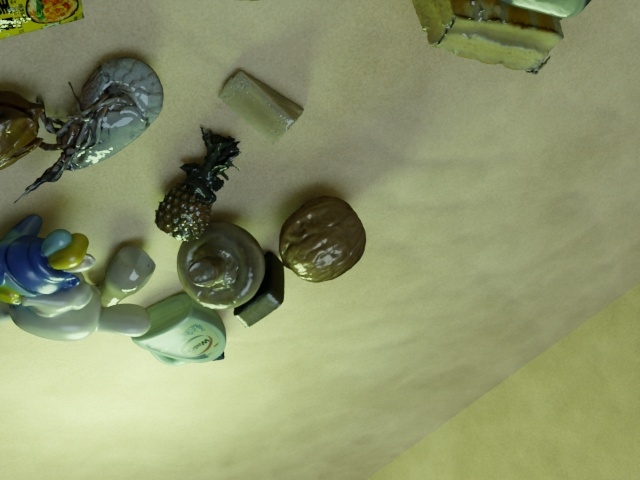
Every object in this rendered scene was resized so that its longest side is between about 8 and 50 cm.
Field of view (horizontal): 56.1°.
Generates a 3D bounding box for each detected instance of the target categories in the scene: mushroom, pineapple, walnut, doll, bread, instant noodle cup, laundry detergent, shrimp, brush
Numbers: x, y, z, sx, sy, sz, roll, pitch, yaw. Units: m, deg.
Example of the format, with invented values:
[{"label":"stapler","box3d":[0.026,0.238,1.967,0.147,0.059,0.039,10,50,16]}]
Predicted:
[{"label":"mushroom","box3d":[-0.233,0.062,1.348,0.207,0.207,0.215,-30,-177,10]},{"label":"pineapple","box3d":[-0.248,-0.114,1.254,0.125,0.125,0.251,17,117,-37]},{"label":"walnut","box3d":[-0.574,-0.174,1.002,0.245,0.137,0.137,-27,140,5]},{"label":"mushroom","box3d":[-0.460,0.092,1.389,0.212,0.088,0.097,-37,142,28]},{"label":"doll","box3d":[-0.580,0.087,1.256,0.376,0.187,0.365,-12,141,-9]},{"label":"bread","box3d":[-0.115,-0.271,1.190,0.152,0.105,0.077,43,113,-14]},{"label":"instant noodle cup","box3d":[-0.416,-0.371,0.833,0.144,0.182,0.182,-15,141,-22]},{"label":"walnut","box3d":[0.000,0.000,1.412,0.213,0.213,0.213,-13,140,-11]},{"label":"bread","box3d":[0.273,-0.416,1.026,0.239,0.246,0.111,0,153,-24]},{"label":"laundry detergent","box3d":[-0.357,0.267,1.623,0.215,0.105,0.280,-26,142,4]},{"label":"shrimp","box3d":[-0.425,-0.193,1.065,0.343,0.116,0.145,-39,138,9]},{"label":"brush","box3d":[-0.152,0.116,1.476,0.123,0.197,0.059,-36,116,14]}]

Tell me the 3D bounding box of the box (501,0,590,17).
[{"label":"box","box3d":[0.404,-0.562,0.863,0.344,0.177,0.352,-47,149,-25]}]
